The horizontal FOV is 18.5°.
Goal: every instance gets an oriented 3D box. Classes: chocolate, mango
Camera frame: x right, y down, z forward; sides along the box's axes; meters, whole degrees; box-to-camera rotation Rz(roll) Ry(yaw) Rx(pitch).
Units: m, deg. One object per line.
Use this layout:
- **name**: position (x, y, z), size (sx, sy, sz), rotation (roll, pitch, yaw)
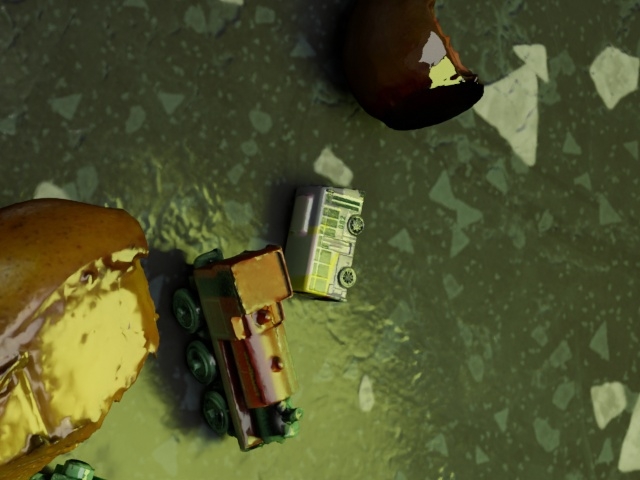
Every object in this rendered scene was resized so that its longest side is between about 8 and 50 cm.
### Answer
- **chocolate**: position (0.079, -0.176, 1.752), size (0.127, 0.124, 0.133), rotation (-3, 59, -32)
- **mango**: position (-0.271, 0.113, 1.468), size (0.350, 0.199, 0.201), rotation (-38, 145, -23)

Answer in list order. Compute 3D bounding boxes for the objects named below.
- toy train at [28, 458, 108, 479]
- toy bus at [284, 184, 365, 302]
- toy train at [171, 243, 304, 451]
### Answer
- **toy train**: position (-0.213, 0.261, 1.551), size (0.071, 0.104, 0.178), rotation (17, 81, 10)
- **toy bus**: position (0.000, 0.000, 1.730), size (0.058, 0.052, 0.102), rotation (14, 83, -35)
- **toy train**: position (-0.062, 0.093, 1.644), size (0.074, 0.118, 0.175), rotation (-18, 97, -31)
